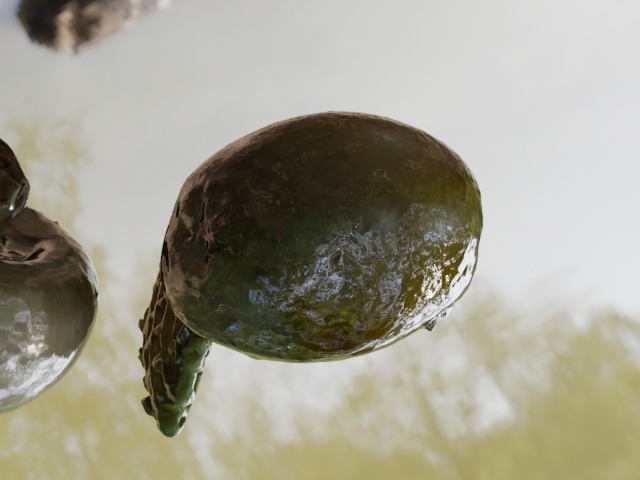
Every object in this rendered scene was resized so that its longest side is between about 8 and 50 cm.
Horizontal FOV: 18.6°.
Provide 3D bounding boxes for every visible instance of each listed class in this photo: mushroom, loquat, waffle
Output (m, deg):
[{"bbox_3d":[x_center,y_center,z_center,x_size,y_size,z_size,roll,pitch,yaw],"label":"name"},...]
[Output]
[{"bbox_3d":[-0.378,0.006,1.856,0.362,0.362,0.295,0,117,-57],"label":"mushroom"},{"bbox_3d":[0.000,0.000,1.327,0.227,0.179,0.179,-10,156,-19],"label":"loquat"},{"bbox_3d":[-0.133,0.070,1.895,0.054,0.208,0.214,16,105,-14],"label":"waffle"}]
